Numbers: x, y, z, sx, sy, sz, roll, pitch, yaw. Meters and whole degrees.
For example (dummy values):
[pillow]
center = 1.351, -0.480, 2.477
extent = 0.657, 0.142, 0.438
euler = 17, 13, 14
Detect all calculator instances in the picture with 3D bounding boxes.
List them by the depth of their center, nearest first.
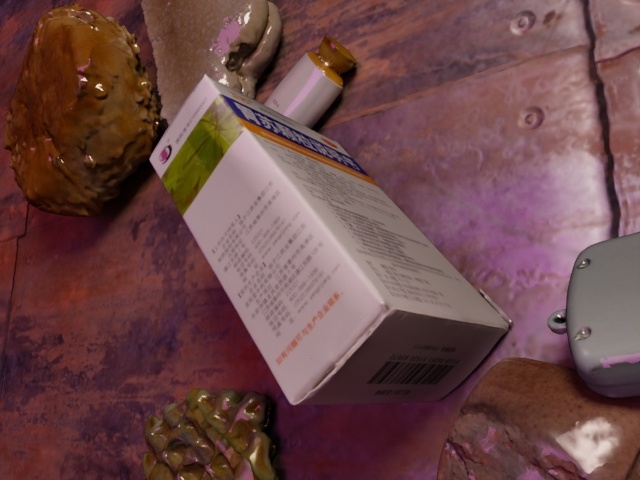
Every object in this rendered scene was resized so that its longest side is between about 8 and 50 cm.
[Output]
[calculator]
center = 0.266, 0.028, 0.381
extent = 0.246, 0.045, 0.141
euler = -19, 26, 32

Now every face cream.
[face cream]
center = -0.032, -0.154, 0.710
extent = 0.182, 0.051, 0.072
euler = -48, 52, 20

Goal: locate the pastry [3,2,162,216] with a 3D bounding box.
[pastry]
center = -0.344, -0.183, 0.898
extent = 0.311, 0.162, 0.255
euler = -46, 64, 32

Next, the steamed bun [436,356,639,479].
[steamed bun]
center = 0.156, 0.175, 0.433
extent = 0.145, 0.106, 0.175
euler = 13, 88, 40

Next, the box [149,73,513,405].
[box]
center = 0.000, 0.000, 0.544
extent = 0.106, 0.200, 0.299
euler = -52, 52, 18

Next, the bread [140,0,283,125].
[bread]
center = -0.145, -0.290, 0.806
extent = 0.183, 0.102, 0.337
euler = -32, 61, 28

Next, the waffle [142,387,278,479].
[waffle]
center = -0.133, 0.276, 0.671
extent = 0.204, 0.054, 0.223
euler = -23, 65, 33
